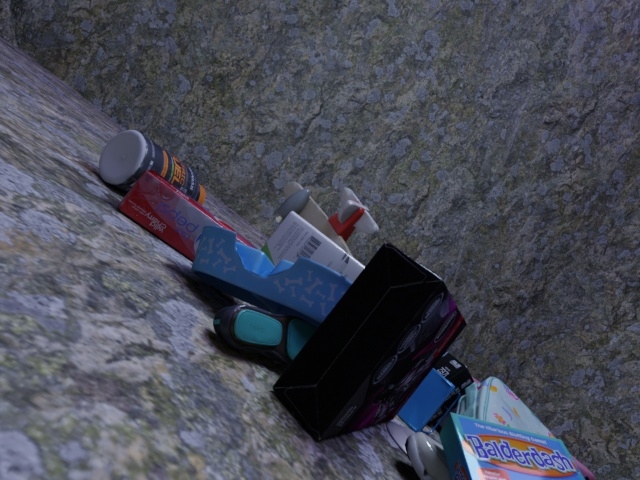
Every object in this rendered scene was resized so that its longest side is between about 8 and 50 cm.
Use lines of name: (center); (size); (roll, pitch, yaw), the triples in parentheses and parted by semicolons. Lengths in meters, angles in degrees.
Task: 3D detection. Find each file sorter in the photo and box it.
file sorter: (0.194, 0.312, 0.895); (0.170, 0.118, 0.104); (37, -5, 40)

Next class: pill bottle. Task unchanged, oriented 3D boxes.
pill bottle: (-0.377, -0.143, 0.978); (0.130, 0.130, 0.245); (37, -1, 27)

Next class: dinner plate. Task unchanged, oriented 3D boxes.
dinner plate: (0.172, 0.353, 0.695); (0.141, 0.017, 0.141); (39, -2, 1)

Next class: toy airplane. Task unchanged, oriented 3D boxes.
toy airplane: (0.000, 0.000, 1.394); (0.272, 0.385, 0.385); (-9, 13, -43)

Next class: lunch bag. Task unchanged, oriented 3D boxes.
lunch bag: (0.344, 0.384, 0.762); (0.224, 0.108, 0.279); (44, 19, 16)

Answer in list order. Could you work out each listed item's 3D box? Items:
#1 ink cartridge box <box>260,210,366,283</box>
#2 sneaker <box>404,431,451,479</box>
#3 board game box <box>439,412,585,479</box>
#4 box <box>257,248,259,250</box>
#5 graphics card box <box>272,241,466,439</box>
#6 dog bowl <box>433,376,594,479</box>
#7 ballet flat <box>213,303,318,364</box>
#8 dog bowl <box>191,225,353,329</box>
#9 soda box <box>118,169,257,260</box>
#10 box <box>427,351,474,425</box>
ink cartridge box: (-0.014, 0.096, 0.954); (0.272, 0.198, 0.115); (38, -2, 8)
sneaker: (0.247, 0.348, 0.564); (0.292, 0.118, 0.110); (36, 1, 4)
board game box: (0.236, 0.303, 0.464); (0.159, 0.047, 0.210); (14, 21, -2)
box: (-0.072, 0.146, 1.194); (0.322, 0.059, 0.232); (36, -2, 40)
graphics card box: (0.107, 0.165, 0.633); (0.094, 0.233, 0.371); (38, -1, 30)
dog bowl: (0.471, 0.508, 1.036); (0.407, 0.150, 0.408); (38, -1, 1)
ballet flat: (-0.066, 0.135, 0.581); (0.203, 0.074, 0.074); (32, 3, -43)
dog bowl: (-0.078, 0.070, 0.671); (0.296, 0.074, 0.166); (18, -20, 18)
soda box: (-0.250, -0.023, 0.814); (0.263, 0.092, 0.083); (38, 0, -19)
box: (0.272, 0.343, 1.029); (0.078, 0.147, 0.180); (60, -5, -13)
